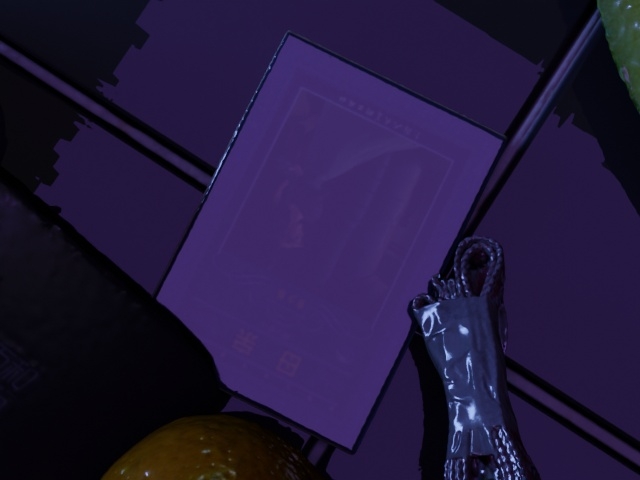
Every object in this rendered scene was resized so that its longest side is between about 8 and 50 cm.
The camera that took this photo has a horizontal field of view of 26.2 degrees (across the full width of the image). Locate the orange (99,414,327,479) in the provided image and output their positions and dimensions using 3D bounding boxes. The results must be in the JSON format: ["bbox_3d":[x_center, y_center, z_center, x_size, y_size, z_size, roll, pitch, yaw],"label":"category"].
[{"bbox_3d":[-0.076,0.208,0.925,0.179,0.237,0.158,-39,60,4],"label":"orange"}]

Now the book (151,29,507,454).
[{"bbox_3d":[0.000,0.000,1.039,0.191,0.025,0.269,27,84,3],"label":"book"}]

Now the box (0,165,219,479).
[{"bbox_3d":[-0.257,0.101,0.959,0.290,0.073,0.289,42,94,-16],"label":"box"}]

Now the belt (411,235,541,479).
[{"bbox_3d":[0.111,0.106,0.972,0.071,0.053,0.232,-17,55,20],"label":"belt"}]

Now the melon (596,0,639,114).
[{"bbox_3d":[0.350,-0.168,0.971,0.331,0.226,0.344,3,96,-10],"label":"melon"}]
